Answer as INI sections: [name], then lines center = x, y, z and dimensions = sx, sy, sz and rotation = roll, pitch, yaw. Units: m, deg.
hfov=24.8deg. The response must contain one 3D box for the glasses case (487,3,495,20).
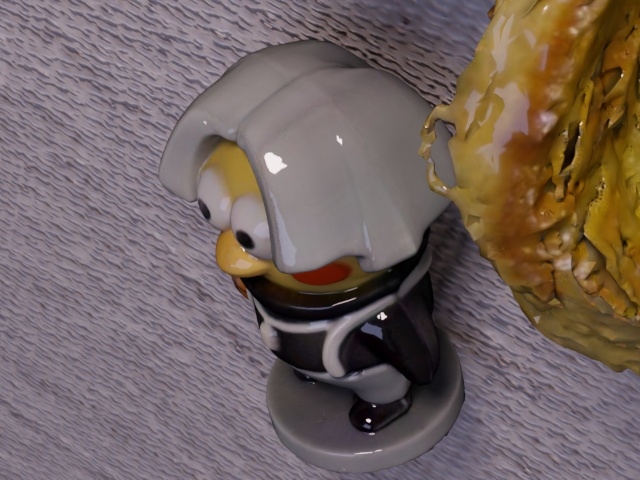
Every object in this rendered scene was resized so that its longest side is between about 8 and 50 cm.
[glasses case]
center = 0.175, -0.044, 0.677
dimensions = 0.218, 0.049, 0.075
rotation = 52, 143, -12

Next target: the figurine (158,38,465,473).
[figurine]
center = 0.000, 0.000, 0.794
dimensions = 0.176, 0.133, 0.236
rotation = 33, 149, 39

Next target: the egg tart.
[egg tart]
center = 0.155, -0.071, 0.554
dimensions = 0.107, 0.291, 0.290
rotation = -128, 19, -54
